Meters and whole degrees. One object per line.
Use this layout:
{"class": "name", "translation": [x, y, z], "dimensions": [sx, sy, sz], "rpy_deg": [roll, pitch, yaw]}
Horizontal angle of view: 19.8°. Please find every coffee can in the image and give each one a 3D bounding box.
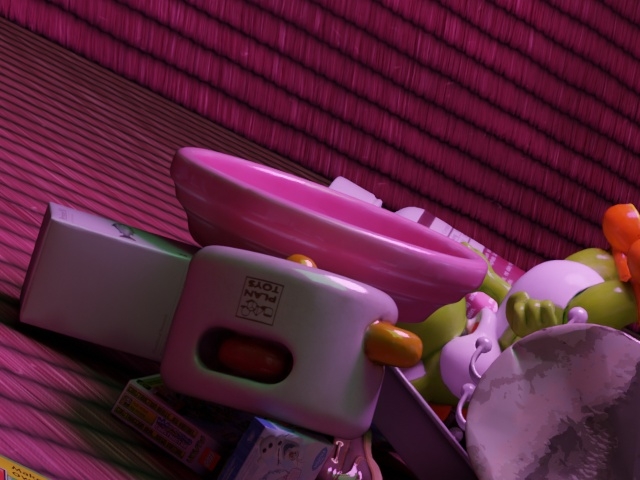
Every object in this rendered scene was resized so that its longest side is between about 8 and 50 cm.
{"class": "coffee can", "translation": [0.270, 0.229, 1.787], "dimensions": [0.201, 0.201, 0.275], "rpy_deg": [37, -10, 33]}

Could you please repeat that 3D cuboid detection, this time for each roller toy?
{"class": "roller toy", "translation": [-0.033, 0.084, 1.605], "dimensions": [0.191, 0.146, 0.209], "rpy_deg": [18, -6, -29]}

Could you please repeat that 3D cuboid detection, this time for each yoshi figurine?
{"class": "yoshi figurine", "translation": [0.210, 0.066, 2.083], "dimensions": [0.203, 0.362, 0.203], "rpy_deg": [57, 9, -65]}

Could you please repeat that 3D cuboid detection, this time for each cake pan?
{"class": "cake pan", "translation": [0.078, 0.172, 1.890], "dimensions": [0.293, 0.054, 0.293], "rpy_deg": [51, -1, 1]}

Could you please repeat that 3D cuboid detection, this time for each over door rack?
{"class": "over door rack", "translation": [0.308, 0.175, 2.002], "dimensions": [0.324, 0.108, 0.239], "rpy_deg": [2, -32, -3]}

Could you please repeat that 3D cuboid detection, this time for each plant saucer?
{"class": "plant saucer", "translation": [0.000, 0.000, 1.831], "dimensions": [0.332, 0.084, 0.332], "rpy_deg": [21, 6, -2]}

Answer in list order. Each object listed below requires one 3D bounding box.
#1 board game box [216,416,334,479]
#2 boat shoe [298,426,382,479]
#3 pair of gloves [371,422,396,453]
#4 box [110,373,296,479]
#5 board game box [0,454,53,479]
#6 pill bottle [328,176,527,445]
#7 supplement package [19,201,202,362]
{"class": "board game box", "translation": [-0.043, 0.197, 1.531], "dimensions": [0.090, 0.090, 0.020], "rpy_deg": [23, 11, -46]}
{"class": "boat shoe", "translation": [0.008, 0.200, 1.750], "dimensions": [0.073, 0.073, 0.207], "rpy_deg": [31, 8, -15]}
{"class": "pair of gloves", "translation": [0.059, 0.201, 2.088], "dimensions": [0.198, 0.023, 0.159], "rpy_deg": [15, 20, -49]}
{"class": "box", "translation": [-0.103, 0.165, 1.689], "dimensions": [0.114, 0.036, 0.207], "rpy_deg": [33, 9, 12]}
{"class": "board game box", "translation": [-0.276, 0.154, 1.126], "dimensions": [0.317, 0.046, 0.213], "rpy_deg": [29, 10, -17]}
{"class": "pill bottle", "translation": [0.140, 0.100, 2.278], "dimensions": [0.392, 0.224, 0.224], "rpy_deg": [32, 8, 4]}
{"class": "supplement package", "translation": [-0.186, 0.044, 1.738], "dimensions": [0.179, 0.105, 0.105], "rpy_deg": [17, 7, -12]}
